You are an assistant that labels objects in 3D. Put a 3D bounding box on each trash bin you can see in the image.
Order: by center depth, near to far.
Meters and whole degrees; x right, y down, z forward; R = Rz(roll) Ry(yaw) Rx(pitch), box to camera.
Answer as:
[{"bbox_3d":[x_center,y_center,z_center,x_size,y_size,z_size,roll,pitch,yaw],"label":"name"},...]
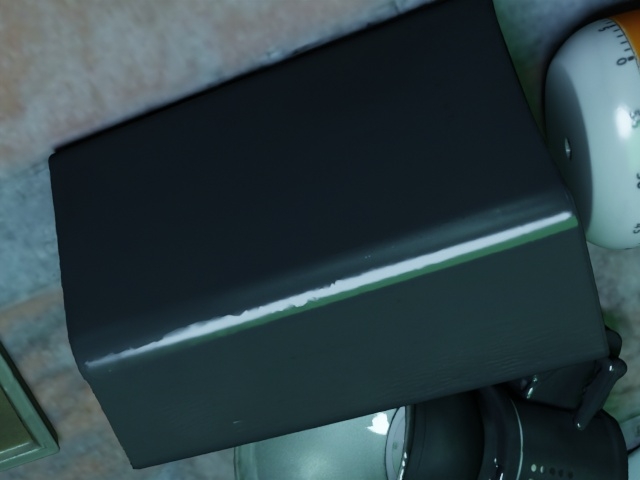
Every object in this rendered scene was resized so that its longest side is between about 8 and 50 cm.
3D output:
[{"bbox_3d":[0.000,0.000,0.880,0.226,0.165,0.115,-18,136,4],"label":"trash bin"}]

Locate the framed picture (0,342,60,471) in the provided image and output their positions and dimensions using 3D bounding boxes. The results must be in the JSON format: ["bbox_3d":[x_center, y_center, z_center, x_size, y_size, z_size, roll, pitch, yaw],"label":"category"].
[{"bbox_3d":[-0.260,0.062,0.962,0.184,0.016,0.250,-20,135,3],"label":"framed picture"}]

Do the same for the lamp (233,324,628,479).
[{"bbox_3d":[0.087,0.113,1.052,0.227,0.147,0.172,12,106,-38],"label":"lamp"}]

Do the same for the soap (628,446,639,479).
[{"bbox_3d":[0.179,0.245,1.176,0.265,0.159,0.087,-40,131,22],"label":"soap"}]

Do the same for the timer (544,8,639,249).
[{"bbox_3d":[0.177,-0.058,0.921,0.136,0.099,0.136,-8,147,-5],"label":"timer"}]
